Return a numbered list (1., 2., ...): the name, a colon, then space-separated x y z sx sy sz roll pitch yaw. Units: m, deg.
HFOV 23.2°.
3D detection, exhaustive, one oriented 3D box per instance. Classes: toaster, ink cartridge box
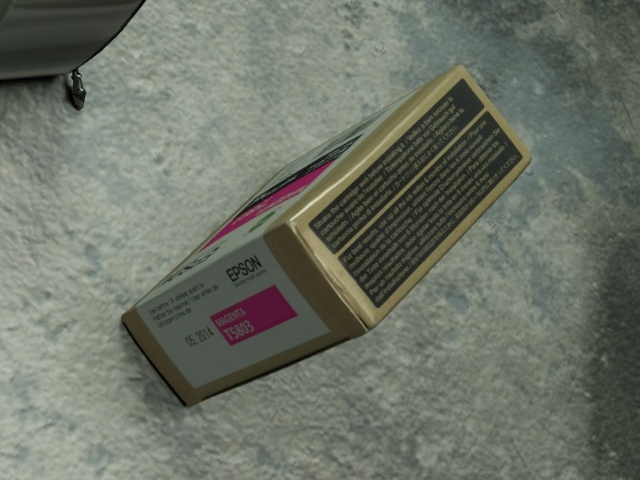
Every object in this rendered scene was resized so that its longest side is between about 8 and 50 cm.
1. toaster: -0.195 -0.194 1.021 0.110 0.168 0.186 -13 81 -33
2. ink cartridge box: 0.000 0.000 1.044 0.088 0.234 0.193 53 53 -8
